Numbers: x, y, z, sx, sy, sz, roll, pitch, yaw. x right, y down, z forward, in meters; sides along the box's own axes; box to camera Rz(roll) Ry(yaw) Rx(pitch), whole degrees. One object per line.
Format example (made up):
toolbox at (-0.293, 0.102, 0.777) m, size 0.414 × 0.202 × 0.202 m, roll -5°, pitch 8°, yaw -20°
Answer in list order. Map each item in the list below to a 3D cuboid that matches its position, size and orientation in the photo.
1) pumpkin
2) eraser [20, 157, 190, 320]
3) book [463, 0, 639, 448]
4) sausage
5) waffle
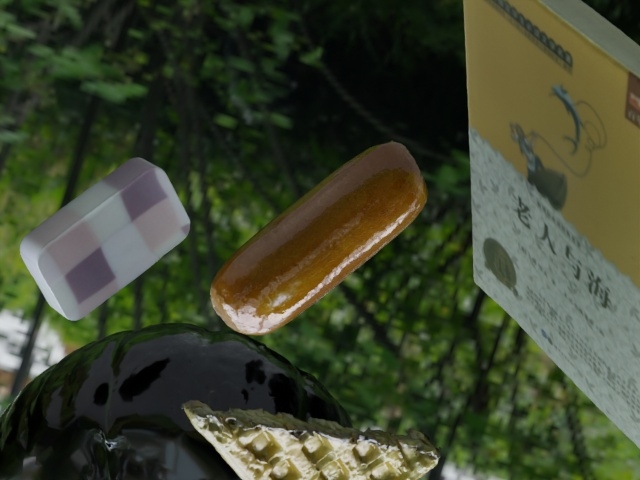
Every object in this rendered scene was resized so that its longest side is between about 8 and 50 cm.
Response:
pumpkin at (-0.101, 0.181, 1.063) m, size 0.295 × 0.296 × 0.296 m, roll 18°, pitch 176°, yaw 1°
eraser at (-0.138, -0.002, 0.943) m, size 0.026 × 0.105 × 0.065 m, roll 27°, pitch 150°, yaw 47°
book at (0.197, -0.026, 1.160) m, size 0.269 × 0.032 × 0.389 m, roll 48°, pitch 157°, yaw 41°
sausage at (0.000, 0.000, 1.592) m, size 0.105 × 0.274 × 0.105 m, roll 50°, pitch 174°, yaw 7°
waffle at (-0.002, 0.098, 0.742) m, size 0.023 × 0.097 × 0.153 m, roll 40°, pitch 167°, yaw 46°
